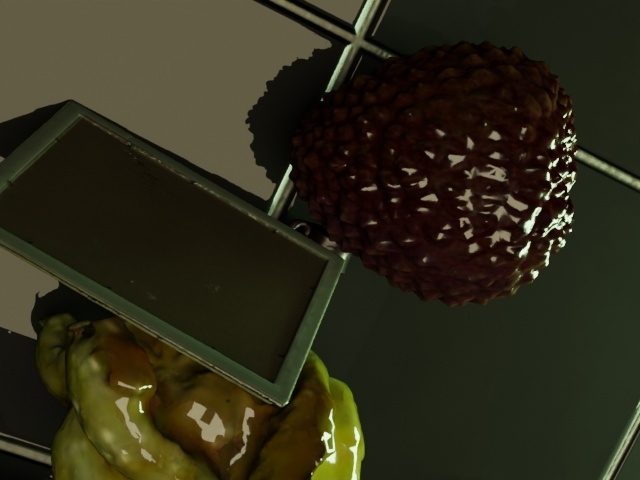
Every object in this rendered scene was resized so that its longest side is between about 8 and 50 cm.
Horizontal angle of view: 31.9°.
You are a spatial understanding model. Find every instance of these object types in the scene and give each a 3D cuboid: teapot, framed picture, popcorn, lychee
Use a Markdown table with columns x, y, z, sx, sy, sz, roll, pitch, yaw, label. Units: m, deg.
| x | y | z | sx | sy | sz | roll | pitch | yaw | label |
| --- | --- | --- | --- | --- | --- | --- | --- | --- | --- |
| 0.000 | 0.000 | 1.086 | 0.100 | 0.068 | 0.045 | 27 | 92 | -51 | teapot |
| -0.130 | 0.004 | 0.940 | 0.296 | 0.232 | 0.019 | 31 | 121 | -2 | framed picture |
| -0.122 | 0.171 | 1.004 | 0.325 | 0.321 | 0.290 | 15 | 109 | 16 | popcorn |
| 0.102 | -0.064 | 1.020 | 0.271 | 0.271 | 0.271 | -4 | 105 | -15 | lychee |
